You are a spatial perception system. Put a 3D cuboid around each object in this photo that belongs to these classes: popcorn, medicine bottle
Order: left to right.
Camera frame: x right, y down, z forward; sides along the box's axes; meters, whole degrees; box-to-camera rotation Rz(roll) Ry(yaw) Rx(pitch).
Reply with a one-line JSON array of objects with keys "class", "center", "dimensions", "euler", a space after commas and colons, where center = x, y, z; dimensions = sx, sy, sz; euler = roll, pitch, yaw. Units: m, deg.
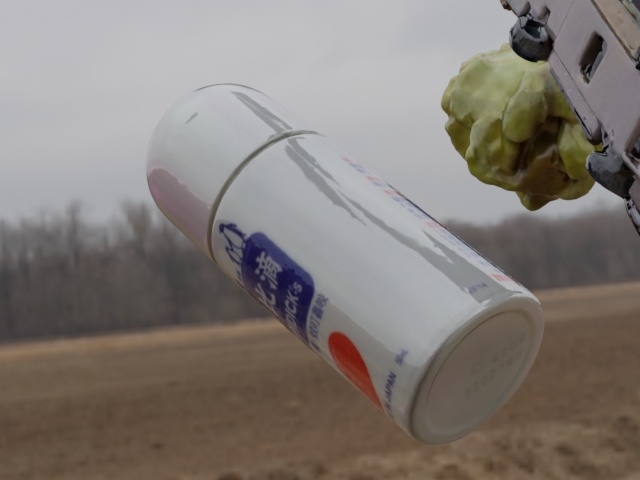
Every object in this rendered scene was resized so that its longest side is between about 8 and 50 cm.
[{"class": "medicine bottle", "center": [0.000, 0.000, 1.182], "dimensions": [0.130, 0.130, 0.341], "euler": [-3, 35, -47]}, {"class": "popcorn", "center": [0.269, -0.149, 1.874], "dimensions": [0.256, 0.195, 0.255], "euler": [11, 34, 20]}]

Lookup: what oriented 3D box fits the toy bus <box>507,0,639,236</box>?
[{"class": "toy bus", "center": [0.230, -0.119, 1.100], "dimensions": [0.138, 0.317, 0.112], "euler": [7, -49, -23]}]

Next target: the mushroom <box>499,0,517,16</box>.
[{"class": "mushroom", "center": [0.276, -0.316, 1.968], "dimensions": [0.087, 0.127, 0.127], "euler": [40, 15, 18]}]
